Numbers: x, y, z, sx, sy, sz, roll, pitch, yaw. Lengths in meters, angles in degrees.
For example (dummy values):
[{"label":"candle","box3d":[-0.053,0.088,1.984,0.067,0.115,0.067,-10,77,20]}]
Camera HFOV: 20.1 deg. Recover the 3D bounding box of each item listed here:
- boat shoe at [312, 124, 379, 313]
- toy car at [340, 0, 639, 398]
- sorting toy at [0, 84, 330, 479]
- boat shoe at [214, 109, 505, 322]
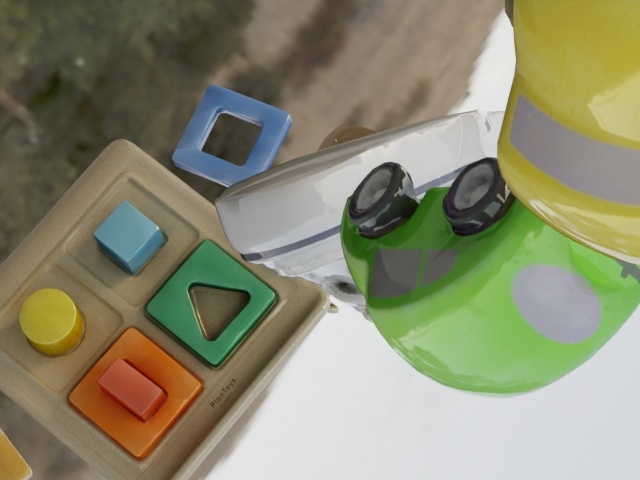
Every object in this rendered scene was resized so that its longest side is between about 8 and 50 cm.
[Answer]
[{"label":"boat shoe","box3d":[0.000,0.000,1.317,0.285,0.105,0.089,-39,155,-60]},{"label":"toy car","box3d":[0.077,0.016,0.453,0.225,0.239,0.053,-2,-125,56]},{"label":"sorting toy","box3d":[-0.122,0.048,1.155,0.347,0.196,0.047,-50,163,-12]},{"label":"boat shoe","box3d":[0.040,-0.002,0.778,0.096,0.088,0.267,-17,179,19]}]
